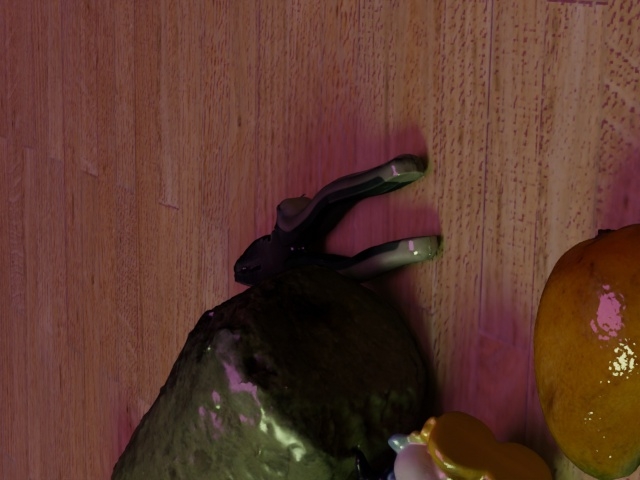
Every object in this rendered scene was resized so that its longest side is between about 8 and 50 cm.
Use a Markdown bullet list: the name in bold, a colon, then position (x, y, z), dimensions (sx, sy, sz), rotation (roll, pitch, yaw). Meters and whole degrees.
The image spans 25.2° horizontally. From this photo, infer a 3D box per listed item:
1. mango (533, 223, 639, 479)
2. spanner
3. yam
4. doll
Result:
- **mango**: position (0.182, 0.064, 0.882), dimensions (0.115, 0.089, 0.165), rotation (51, 141, 31)
- **spanner**: position (0.000, 0.000, 1.245), dimensions (0.325, 0.040, 0.096), rotation (-22, 76, 59)
- **yam**: position (-0.051, 0.168, 1.184), dimensions (0.300, 0.195, 0.195), rotation (-57, 46, 39)
- **doll**: position (0.059, 0.259, 1.064), dimensions (0.177, 0.141, 0.314), rotation (29, 126, 4)
